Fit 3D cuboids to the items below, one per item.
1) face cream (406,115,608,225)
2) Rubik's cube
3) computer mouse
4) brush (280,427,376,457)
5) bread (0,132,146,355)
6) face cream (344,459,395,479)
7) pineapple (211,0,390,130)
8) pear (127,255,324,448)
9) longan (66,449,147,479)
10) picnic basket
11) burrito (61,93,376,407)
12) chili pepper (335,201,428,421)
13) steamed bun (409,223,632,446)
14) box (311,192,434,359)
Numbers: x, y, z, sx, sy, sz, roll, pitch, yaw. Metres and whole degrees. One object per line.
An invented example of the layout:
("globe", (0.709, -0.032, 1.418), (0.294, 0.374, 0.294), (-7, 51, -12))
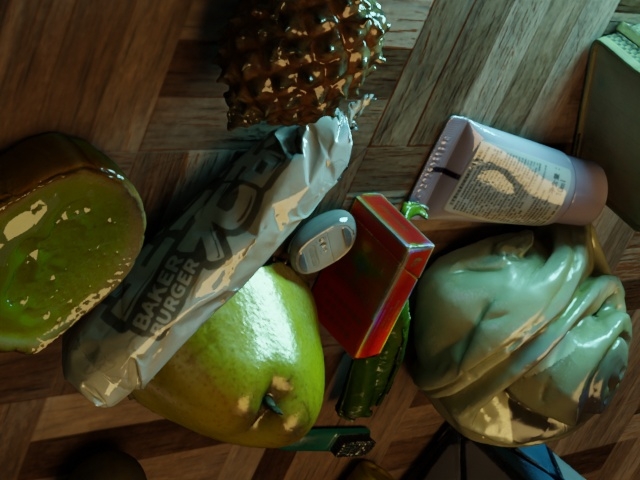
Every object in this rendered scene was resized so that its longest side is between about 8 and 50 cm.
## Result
("face cream", (0.242, -0.076, 1.927), (0.274, 0.096, 0.154), (7, 124, -33))
("Rubik's cube", (0.292, 0.486, 2.347), (0.310, 0.307, 0.305), (-53, 142, 9))
("computer mouse", (-0.001, -0.001, 1.788), (0.096, 0.039, 0.066), (-31, 137, -16))
("brush", (0.012, 0.286, 2.102), (0.193, 0.032, 0.043), (7, 121, -50))
("bread", (-0.281, 0.008, 1.490), (0.236, 0.070, 0.236), (-28, 142, -24))
("face cream", (0.010, 0.453, 2.230), (0.273, 0.078, 0.078), (-53, 144, 12))
("pineapple", (-0.030, -0.182, 1.475), (0.193, 0.166, 0.166), (-51, 145, 12))
("pear", (-0.081, 0.167, 1.768), (0.267, 0.178, 0.267), (-27, 145, -20))
("longan", (-0.259, 0.302, 1.800), (0.106, 0.106, 0.119), (-25, 180, -25))
("picnic basket", (0.443, -0.156, 1.966), (0.139, 0.165, 0.266), (-24, 140, -24))
("burrito", (-0.106, -0.003, 1.612), (0.445, 0.139, 0.101), (-45, 114, -6))
("chili pepper", (0.086, 0.105, 1.950), (0.085, 0.076, 0.359), (-16, 140, -28))
("steamed bun", (0.310, 0.145, 2.078), (0.346, 0.237, 0.394), (-52, 144, 10))
("box", (0.058, 0.044, 1.833), (0.048, 0.112, 0.175), (-4, 130, -43))
